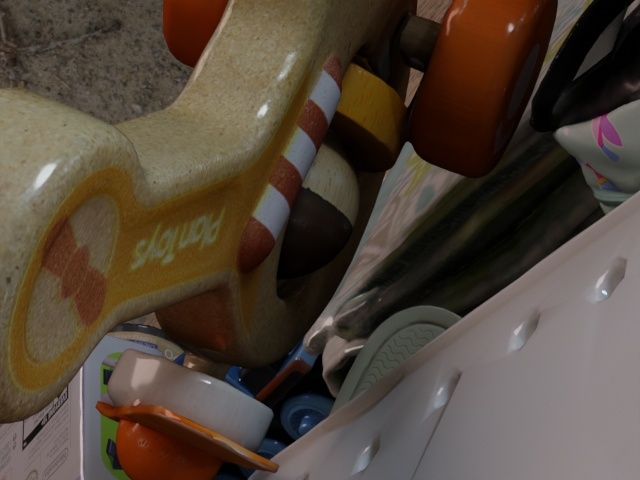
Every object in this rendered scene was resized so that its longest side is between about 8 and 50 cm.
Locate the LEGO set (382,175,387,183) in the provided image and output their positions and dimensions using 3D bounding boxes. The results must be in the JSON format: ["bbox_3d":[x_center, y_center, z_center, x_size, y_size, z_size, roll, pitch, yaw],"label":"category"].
[{"bbox_3d":[0.000,0.000,1.036,0.182,0.060,0.244,-30,-15,-5],"label":"LEGO set"}]

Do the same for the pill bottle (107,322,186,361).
[{"bbox_3d":[-0.149,0.169,1.149,0.123,0.123,0.219,-49,21,24],"label":"pill bottle"}]

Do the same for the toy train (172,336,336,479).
[{"bbox_3d":[-0.048,0.103,0.972,0.184,0.105,0.080,-47,9,38],"label":"toy train"}]

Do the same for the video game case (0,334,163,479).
[{"bbox_3d":[-0.178,0.229,0.950,0.269,0.061,0.244,-46,37,40],"label":"video game case"}]

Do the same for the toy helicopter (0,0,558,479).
[{"bbox_3d":[-0.045,0.000,0.524,0.235,0.140,0.355,-70,-13,14],"label":"toy helicopter"}]

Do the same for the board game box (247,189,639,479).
[{"bbox_3d":[0.017,0.162,0.315,0.390,0.050,0.390,-43,19,51],"label":"board game box"}]

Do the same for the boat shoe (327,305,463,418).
[{"bbox_3d":[0.015,0.135,0.633,0.233,0.084,0.079,-57,-30,10],"label":"boat shoe"}]

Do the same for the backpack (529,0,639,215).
[{"bbox_3d":[0.147,-0.046,0.419,0.152,0.115,0.182,-32,1,-44],"label":"backpack"}]

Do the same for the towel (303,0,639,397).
[{"bbox_3d":[0.155,-0.093,0.763,0.320,0.090,0.374,-43,11,38],"label":"towel"}]
